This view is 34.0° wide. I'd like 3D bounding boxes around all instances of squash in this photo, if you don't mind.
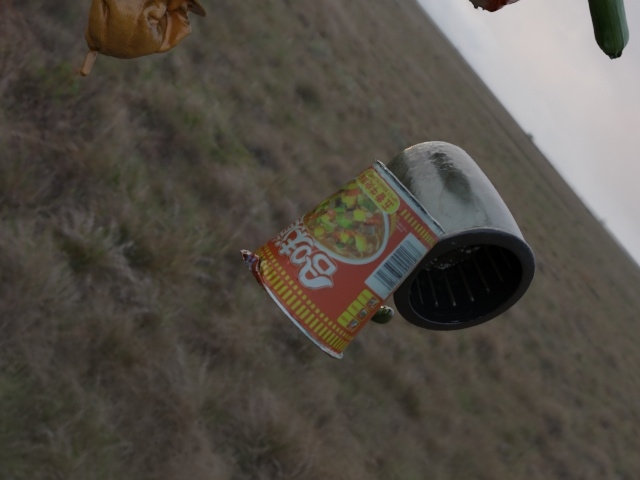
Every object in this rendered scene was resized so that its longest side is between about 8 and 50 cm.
[{"bbox_3d":[0.569,-0.457,2.077,0.077,0.068,0.219,-100,170,-55],"label":"squash"}]

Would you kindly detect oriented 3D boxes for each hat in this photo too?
[{"bbox_3d":[-0.368,-0.395,1.908,0.233,0.233,0.244,35,-1,-5],"label":"hat"}]

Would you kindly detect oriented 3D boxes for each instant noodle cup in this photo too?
[{"bbox_3d":[0.037,0.012,1.338,0.193,0.212,0.193,47,5,-6],"label":"instant noodle cup"}]

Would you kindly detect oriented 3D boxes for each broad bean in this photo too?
[{"bbox_3d":[0.125,0.163,2.381,0.061,0.046,0.195,35,-6,-24],"label":"broad bean"}]

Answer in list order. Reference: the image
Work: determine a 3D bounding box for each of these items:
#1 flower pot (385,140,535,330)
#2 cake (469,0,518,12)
[{"bbox_3d":[0.262,-0.022,2.195,0.293,0.293,0.330,40,25,-39],"label":"flower pot"},{"bbox_3d":[0.386,-0.703,2.268,0.319,0.269,0.270,47,-29,17],"label":"cake"}]
